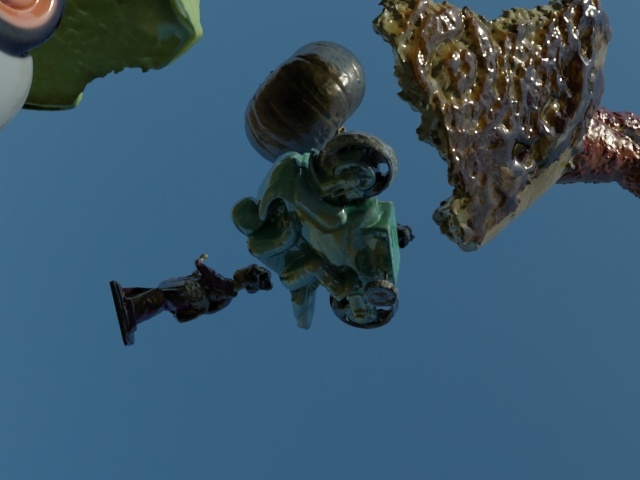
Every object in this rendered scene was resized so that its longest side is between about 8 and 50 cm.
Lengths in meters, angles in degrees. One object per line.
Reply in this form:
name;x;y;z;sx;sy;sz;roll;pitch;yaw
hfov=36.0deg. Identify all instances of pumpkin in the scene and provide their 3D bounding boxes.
pumpkin;-0.021;-0.213;1.555;0.157;0.224;0.224;41;-80;-6

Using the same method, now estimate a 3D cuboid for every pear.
pear;-0.226;-0.261;0.911;0.286;0.176;0.282;-19;-145;12

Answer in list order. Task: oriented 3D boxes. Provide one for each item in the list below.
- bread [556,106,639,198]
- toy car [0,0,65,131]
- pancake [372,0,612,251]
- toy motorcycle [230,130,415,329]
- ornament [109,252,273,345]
bread;0.309;-0.128;1.208;0.268;0.095;0.139;9;-117;-10
toy car;-0.253;-0.126;0.384;0.180;0.212;0.271;-5;-65;31
pancake;0.129;-0.128;0.788;0.057;0.244;0.266;-4;-122;53
toy motorcycle;0.000;0.001;1.114;0.198;0.297;0.109;0;-136;13
ornament;-0.164;0.060;1.240;0.203;0.088;0.081;-20;-93;-6
